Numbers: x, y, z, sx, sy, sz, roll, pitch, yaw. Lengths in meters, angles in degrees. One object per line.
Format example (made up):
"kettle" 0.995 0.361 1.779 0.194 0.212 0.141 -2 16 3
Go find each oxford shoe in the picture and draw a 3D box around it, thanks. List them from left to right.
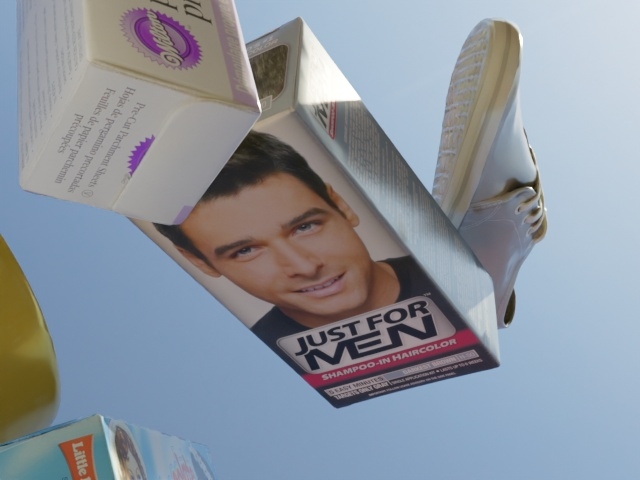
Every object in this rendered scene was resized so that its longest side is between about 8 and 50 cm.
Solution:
"oxford shoe" 0.183 -0.051 1.038 0.130 0.449 0.169 7 -129 7

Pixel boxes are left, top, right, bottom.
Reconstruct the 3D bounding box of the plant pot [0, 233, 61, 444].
"plant pot" -0.337 0.082 0.611 0.254 0.254 0.239 44 -128 15

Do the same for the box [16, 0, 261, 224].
"box" -0.093 -0.150 0.421 0.063 0.067 0.324 13 -137 -31

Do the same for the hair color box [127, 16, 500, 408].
"hair color box" 0.000 0.000 0.864 0.374 0.185 0.113 48 -147 -39

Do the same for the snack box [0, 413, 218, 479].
"snack box" -0.089 0.206 0.551 0.060 0.322 0.187 -18 -104 -2
